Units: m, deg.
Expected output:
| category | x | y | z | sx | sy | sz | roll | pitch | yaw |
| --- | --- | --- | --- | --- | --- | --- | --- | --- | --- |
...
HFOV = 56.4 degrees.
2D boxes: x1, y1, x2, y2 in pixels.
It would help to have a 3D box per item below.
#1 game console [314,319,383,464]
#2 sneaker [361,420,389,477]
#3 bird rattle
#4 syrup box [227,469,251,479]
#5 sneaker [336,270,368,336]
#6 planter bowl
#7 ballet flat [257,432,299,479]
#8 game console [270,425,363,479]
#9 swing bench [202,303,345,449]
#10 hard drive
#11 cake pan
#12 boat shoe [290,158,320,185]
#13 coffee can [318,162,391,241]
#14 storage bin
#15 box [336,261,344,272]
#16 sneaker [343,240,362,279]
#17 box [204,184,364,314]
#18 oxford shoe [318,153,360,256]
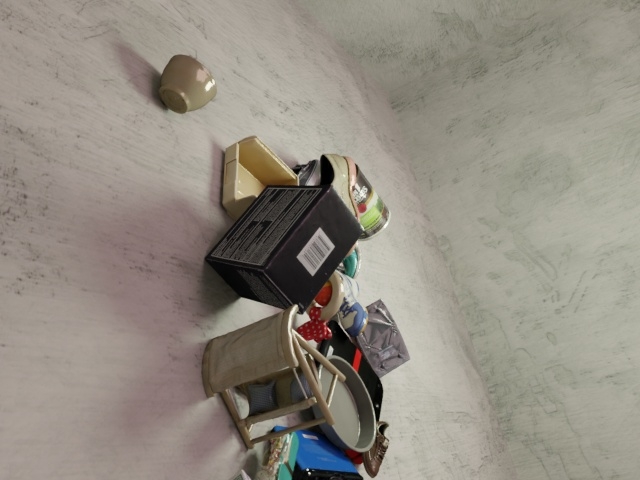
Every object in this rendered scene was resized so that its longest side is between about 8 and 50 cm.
| category | x | y | z | sx | sy | sz | roll | pitch | yaw |
| --- | --- | --- | --- | --- | --- | --- | --- | --- | --- |
| game console | 0.085 | 0.491 | 1.956 | 0.342 | 0.060 | 0.387 | 53 | 25 | -16 |
| sneaker | 0.173 | 0.629 | 1.823 | 0.066 | 0.071 | 0.188 | 49 | 27 | -25 |
| bird rattle | -0.008 | 0.188 | 1.874 | 0.143 | 0.207 | 0.254 | 26 | 32 | -30 |
| syrup box | -0.131 | 0.616 | 1.271 | 0.237 | 0.093 | 0.096 | 58 | -13 | -16 |
| sneaker | 0.077 | 0.220 | 2.122 | 0.131 | 0.112 | 0.296 | 37 | 19 | -28 |
| planter bowl | -0.396 | -0.435 | 1.717 | 0.162 | 0.162 | 0.109 | 51 | 54 | -30 |
| ballet flat | -0.104 | 0.533 | 1.385 | 0.241 | 0.077 | 0.091 | -66 | 139 | -72 |
| game console | -0.030 | 0.651 | 1.580 | 0.250 | 0.173 | 0.293 | 44 | 6 | 39 |
| swing bench | -0.119 | 0.324 | 1.420 | 0.255 | 0.253 | 0.165 | 57 | 25 | -18 |
| hard drive | 0.214 | 0.364 | 2.228 | 0.171 | 0.054 | 0.255 | -25 | 89 | -25 |
| cake pan | 0.064 | 0.489 | 1.777 | 0.293 | 0.054 | 0.293 | 45 | 28 | -31 |
| boat shoe | -0.070 | -0.246 | 2.272 | 0.102 | 0.108 | 0.301 | 34 | 34 | -9 |
| coffee can | 0.143 | -0.160 | 2.502 | 0.275 | 0.201 | 0.202 | 50 | 28 | -33 |
| storage bin | -0.186 | -0.157 | 1.904 | 0.260 | 0.123 | 0.262 | 43 | 33 | -43 |
| box | 0.000 | 0.000 | 2.229 | 0.183 | 0.056 | 0.231 | 26 | 45 | -57 |
| sneaker | 0.089 | 0.033 | 2.370 | 0.109 | 0.107 | 0.276 | 6 | 63 | -31 |
| box | -0.095 | 0.011 | 1.583 | 0.296 | 0.294 | 0.183 | -52 | 123 | -22 |
| oxford shoe | 0.049 | -0.134 | 2.227 | 0.146 | 0.140 | 0.397 | 10 | 68 | -42 |
